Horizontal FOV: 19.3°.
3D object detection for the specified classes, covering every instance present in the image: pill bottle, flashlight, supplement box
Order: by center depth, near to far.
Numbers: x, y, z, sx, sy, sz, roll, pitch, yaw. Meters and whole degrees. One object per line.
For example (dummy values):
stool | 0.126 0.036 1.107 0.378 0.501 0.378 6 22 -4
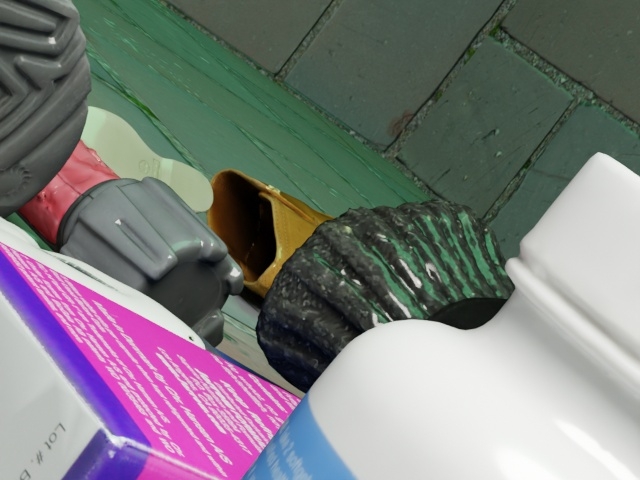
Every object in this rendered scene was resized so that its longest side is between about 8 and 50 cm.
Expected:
pill bottle | 0.025 0.095 0.393 0.124 0.221 0.124 36 7 -5
supplement box | -0.032 0.103 0.521 0.220 0.111 0.114 33 7 -41
flashlight | -0.167 -0.060 1.017 0.103 0.103 0.304 -11 44 -46

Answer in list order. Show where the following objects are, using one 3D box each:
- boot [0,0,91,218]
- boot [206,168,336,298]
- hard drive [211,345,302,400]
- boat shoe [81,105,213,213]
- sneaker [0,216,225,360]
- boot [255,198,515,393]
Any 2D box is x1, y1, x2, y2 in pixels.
boot | -0.299 -0.247 0.926 0.445 0.146 0.367 52 -4 42
boot | 0.000 0.001 1.449 0.211 0.104 0.295 35 11 -25
hard drive | 0.014 0.132 0.874 0.318 0.040 0.210 33 8 -34
boat shoe | -0.140 -0.051 1.350 0.137 0.049 0.043 30 -33 -35
sneaker | -0.089 0.054 0.629 0.153 0.094 0.235 28 -2 -7
boot | 0.072 0.073 0.807 0.260 0.131 0.348 48 0 24
